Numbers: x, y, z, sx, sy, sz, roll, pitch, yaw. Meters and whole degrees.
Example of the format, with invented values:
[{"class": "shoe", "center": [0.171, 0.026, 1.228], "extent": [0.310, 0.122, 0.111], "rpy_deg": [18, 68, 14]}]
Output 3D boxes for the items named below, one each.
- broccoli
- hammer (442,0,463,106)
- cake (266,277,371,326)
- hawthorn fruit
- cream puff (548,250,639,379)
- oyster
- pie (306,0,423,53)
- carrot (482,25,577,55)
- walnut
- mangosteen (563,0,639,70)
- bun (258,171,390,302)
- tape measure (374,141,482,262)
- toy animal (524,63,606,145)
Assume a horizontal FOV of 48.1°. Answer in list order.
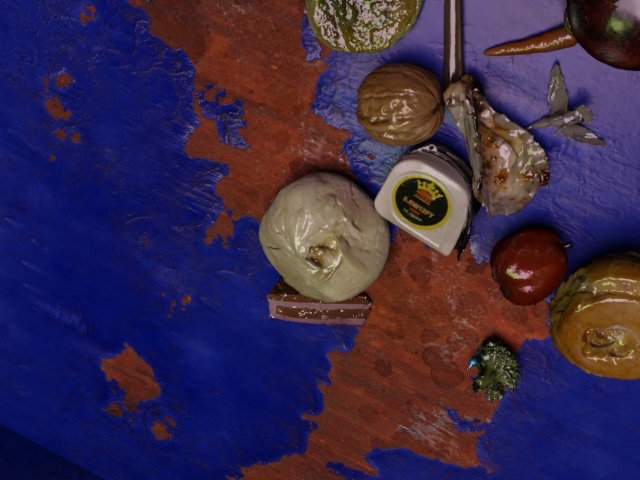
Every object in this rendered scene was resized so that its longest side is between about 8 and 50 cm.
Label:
[{"class": "broccoli", "center": [0.458, 0.356, 1.931], "extent": [0.154, 0.160, 0.167], "rpy_deg": [49, 137, 23]}, {"class": "hammer", "center": [0.293, -0.517, 1.600], "extent": [0.168, 0.044, 0.440], "rpy_deg": [5, 118, 19]}, {"class": "cake", "center": [-0.004, 0.174, 2.051], "extent": [0.295, 0.113, 0.116], "rpy_deg": [9, 125, 1]}, {"class": "hawthorn fruit", "center": [0.518, 0.056, 1.746], "extent": [0.202, 0.185, 0.185], "rpy_deg": [-32, 103, 13]}, {"class": "cream puff", "center": [0.705, 0.163, 1.698], "extent": [0.326, 0.231, 0.343], "rpy_deg": [-3, 122, 26]}, {"class": "oyster", "center": [0.383, -0.214, 1.644], "extent": [0.337, 0.197, 0.133], "rpy_deg": [54, 163, -20]}, {"class": "pie", "center": [0.093, -0.551, 1.631], "extent": [0.276, 0.078, 0.277], "rpy_deg": [9, 121, 15]}, {"class": "carrot", "center": [0.465, -0.432, 1.586], "extent": [0.216, 0.048, 0.048], "rpy_deg": [-6, 114, 28]}, {"class": "walnut", "center": [0.181, -0.314, 1.661], "extent": [0.213, 0.213, 0.213], "rpy_deg": [8, 119, 15]}, {"class": "mangosteen", "center": [0.613, -0.487, 1.396], "extent": [0.305, 0.359, 0.306], "rpy_deg": [-5, 109, -15]}, {"class": "bun", "center": [0.000, 0.000, 1.872], "extent": [0.360, 0.213, 0.361], "rpy_deg": [7, 117, 13]}, {"class": "tape measure", "center": [0.295, -0.109, 1.760], "extent": [0.271, 0.133, 0.231], "rpy_deg": [35, 132, 6]}, {"class": "toy animal", "center": [0.529, -0.274, 1.613], "extent": [0.155, 0.095, 0.219], "rpy_deg": [-22, 106, 23]}]
